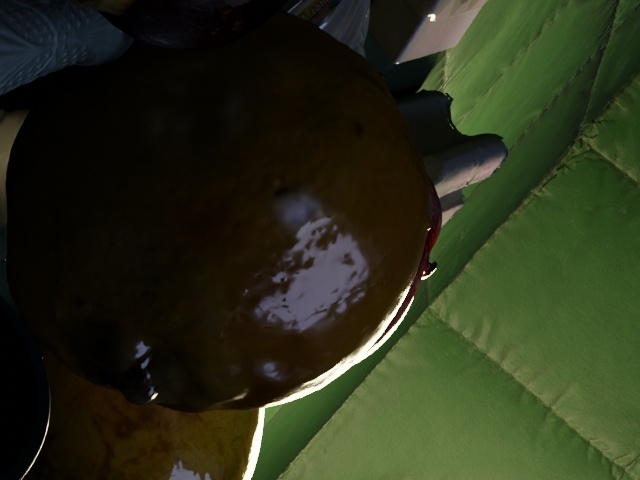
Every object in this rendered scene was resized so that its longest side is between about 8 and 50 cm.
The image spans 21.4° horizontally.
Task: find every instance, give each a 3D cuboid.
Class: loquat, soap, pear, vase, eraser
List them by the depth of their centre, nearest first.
[{"bbox_3d":[-0.199,-0.135,1.089,0.096,0.096,0.219,-56,169,25],"label":"vase"},{"bbox_3d":[-0.079,-0.020,1.290,0.328,0.328,0.328,-47,167,-14],"label":"loquat"},{"bbox_3d":[-0.186,0.181,1.656,0.281,0.281,0.281,-47,167,-14],"label":"pear"},{"bbox_3d":[0.194,-0.372,1.766,0.397,0.082,0.213,-57,165,27],"label":"eraser"},{"bbox_3d":[0.078,-0.042,2.133,0.258,0.159,0.302,-59,163,22],"label":"soap"}]

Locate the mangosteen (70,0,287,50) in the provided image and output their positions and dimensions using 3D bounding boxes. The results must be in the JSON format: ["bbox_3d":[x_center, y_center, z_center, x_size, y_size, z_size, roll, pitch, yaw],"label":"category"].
[{"bbox_3d":[-0.104,-0.218,1.034,0.217,0.192,0.192,12,125,-32],"label":"mangosteen"}]

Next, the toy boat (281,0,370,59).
[{"bbox_3d":[-0.040,-0.134,1.548,0.269,0.141,0.141,-35,166,-3],"label":"toy boat"}]

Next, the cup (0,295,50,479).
[{"bbox_3d":[-0.351,0.183,1.073,0.308,0.242,0.292,-37,163,-49],"label":"cup"}]

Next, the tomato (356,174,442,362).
[{"bbox_3d":[0.000,0.000,1.839,0.270,0.227,0.270,-53,-169,15],"label":"tomato"}]
